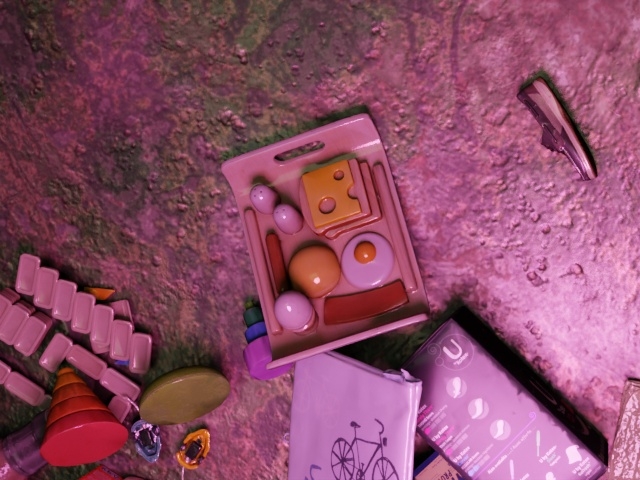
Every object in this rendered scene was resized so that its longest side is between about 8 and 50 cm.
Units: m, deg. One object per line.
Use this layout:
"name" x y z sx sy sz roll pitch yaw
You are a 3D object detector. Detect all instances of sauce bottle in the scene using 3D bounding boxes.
"sauce bottle" -0.503 0.353 1.988 0.344 0.111 0.111 -33 87 13

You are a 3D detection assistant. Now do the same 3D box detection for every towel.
"towel" 0.438 0.261 1.834 0.110 0.027 0.148 12 95 10

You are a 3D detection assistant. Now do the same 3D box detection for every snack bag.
"snack bag" 0.035 0.307 1.798 0.037 0.323 0.342 0 96 -27

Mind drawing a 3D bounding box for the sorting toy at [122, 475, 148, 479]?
"sorting toy" -0.167 0.463 1.904 0.307 0.041 0.229 15 66 12

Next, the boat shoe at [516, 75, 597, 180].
"boat shoe" 0.308 -0.139 1.823 0.049 0.056 0.152 -31 78 17

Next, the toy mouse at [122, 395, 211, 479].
"toy mouse" -0.214 0.255 1.963 0.143 0.031 0.161 29 98 7

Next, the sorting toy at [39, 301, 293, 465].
"sorting toy" -0.222 0.179 1.907 0.365 0.127 0.126 -23 59 1

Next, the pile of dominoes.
"pile of dominoes" -0.359 0.152 1.988 0.251 0.040 0.196 34 106 1

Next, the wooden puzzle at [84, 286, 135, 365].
"wooden puzzle" -0.296 0.121 1.981 0.078 0.014 0.116 -5 93 16

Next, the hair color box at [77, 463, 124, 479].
"hair color box" -0.327 0.365 1.938 0.043 0.141 0.072 32 99 8

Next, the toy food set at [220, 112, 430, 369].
"toy food set" 0.000 0.000 1.830 0.220 0.092 0.306 -19 67 11

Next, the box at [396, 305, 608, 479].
"box" 0.226 0.230 1.804 0.270 0.165 0.143 44 100 5

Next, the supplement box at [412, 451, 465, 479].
"supplement box" 0.166 0.324 1.832 0.056 0.083 0.083 -40 73 -12
